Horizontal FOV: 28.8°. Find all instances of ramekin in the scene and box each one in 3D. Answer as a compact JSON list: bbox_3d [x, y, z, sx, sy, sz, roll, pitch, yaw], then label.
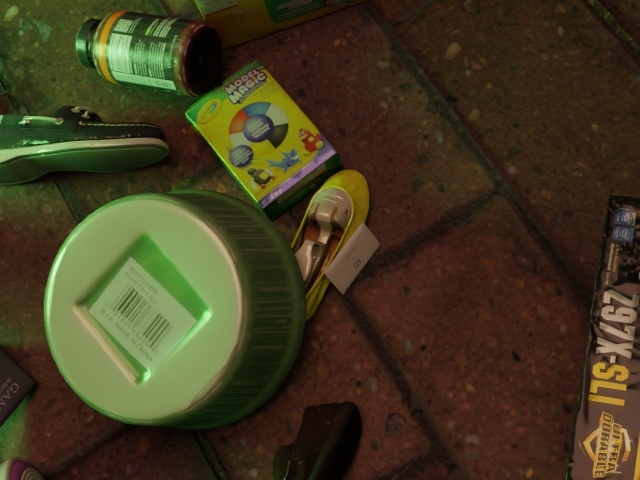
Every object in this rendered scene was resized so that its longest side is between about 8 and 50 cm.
[{"bbox_3d":[-0.183,0.083,1.501,0.303,0.148,0.303,-1,87,19],"label":"ramekin"}]

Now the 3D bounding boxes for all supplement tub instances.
[{"bbox_3d":[-0.242,-0.263,1.732,0.197,0.106,0.106,13,71,26],"label":"supplement tub"}]

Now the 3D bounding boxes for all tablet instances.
[{"bbox_3d":[0.041,0.024,1.584,0.006,0.054,0.083,27,74,43],"label":"tablet"}]

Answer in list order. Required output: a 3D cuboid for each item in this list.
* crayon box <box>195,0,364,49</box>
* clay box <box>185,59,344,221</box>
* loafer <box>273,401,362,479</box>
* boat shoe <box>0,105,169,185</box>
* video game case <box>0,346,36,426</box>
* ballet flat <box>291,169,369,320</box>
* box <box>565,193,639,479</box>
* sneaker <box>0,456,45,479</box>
[{"bbox_3d":[-0.041,-0.376,1.709,0.278,0.165,0.081,-18,65,4],"label":"crayon box"},{"bbox_3d":[-0.085,-0.146,1.683,0.127,0.053,0.222,-38,66,-5],"label":"clay box"},{"bbox_3d":[-0.022,0.281,1.462,0.078,0.080,0.220,6,44,26],"label":"loafer"},{"bbox_3d":[-0.353,-0.143,1.706,0.302,0.114,0.091,-4,72,10],"label":"boat shoe"},{"bbox_3d":[-0.504,0.160,1.526,0.026,0.274,0.196,1,47,51],"label":"video game case"},{"bbox_3d":[0.000,0.000,1.589,0.077,0.077,0.231,19,72,19],"label":"ballet flat"},{"bbox_3d":[0.325,0.145,1.359,0.079,0.257,0.322,8,69,16],"label":"box"},{"bbox_3d":[-0.394,0.422,1.494,0.152,0.114,0.305,-18,60,19],"label":"sneaker"}]
